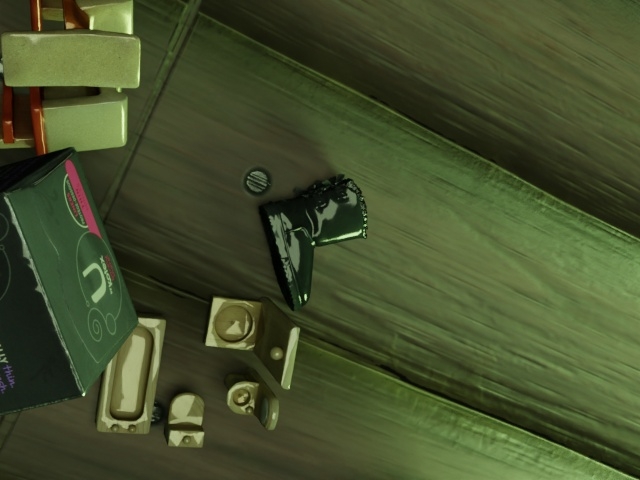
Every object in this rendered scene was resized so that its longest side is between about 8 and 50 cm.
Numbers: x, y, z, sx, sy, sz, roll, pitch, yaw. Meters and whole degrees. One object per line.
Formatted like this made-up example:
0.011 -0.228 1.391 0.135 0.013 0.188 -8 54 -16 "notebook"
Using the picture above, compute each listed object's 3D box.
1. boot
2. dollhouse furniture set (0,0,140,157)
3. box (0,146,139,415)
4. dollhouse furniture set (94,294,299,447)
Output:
0.000 0.000 0.956 0.099 0.045 0.121 -18 104 -17 "boot"
-0.220 -0.193 0.755 0.135 0.262 0.259 -3 132 -15 "dollhouse furniture set"
-0.308 0.049 0.764 0.271 0.143 0.165 -13 106 12 "box"
-0.118 0.127 0.898 0.151 0.123 0.144 8 97 -18 "dollhouse furniture set"
